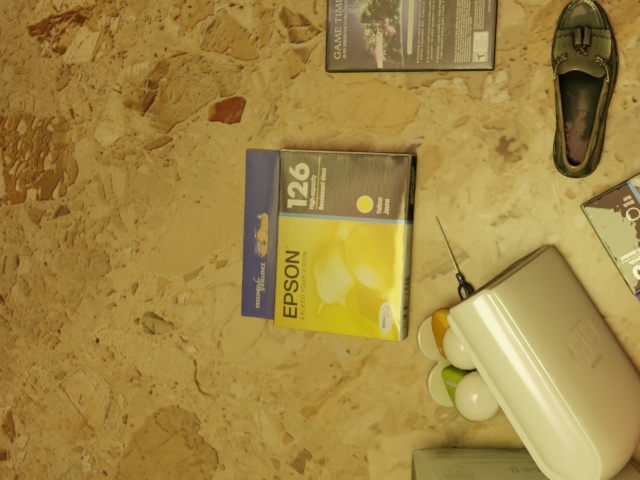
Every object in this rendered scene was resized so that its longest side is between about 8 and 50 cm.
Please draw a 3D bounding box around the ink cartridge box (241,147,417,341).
[{"bbox_3d":[0.000,0.000,1.268,0.308,0.072,0.303,3,95,17],"label":"ink cartridge box"}]

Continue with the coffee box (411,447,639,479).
[{"bbox_3d":[0.297,0.498,1.020,0.338,0.338,0.334,0,95,3],"label":"coffee box"}]

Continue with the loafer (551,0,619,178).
[{"bbox_3d":[0.384,-0.225,1.109,0.096,0.084,0.267,2,95,19],"label":"loafer"}]

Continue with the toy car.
[{"bbox_3d":[0.239,0.184,1.170,0.136,0.159,0.181,-14,93,-16],"label":"toy car"}]

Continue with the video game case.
[{"bbox_3d":[0.143,-0.369,1.214,0.275,0.026,0.195,4,95,20],"label":"video game case"}]

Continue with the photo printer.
[{"bbox_3d":[0.336,0.178,1.070,0.107,0.256,0.307,-37,81,38],"label":"photo printer"}]

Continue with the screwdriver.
[{"bbox_3d":[0.213,0.041,1.221,0.025,0.024,0.169,-24,84,-10],"label":"screwdriver"}]

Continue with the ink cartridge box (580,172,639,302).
[{"bbox_3d":[0.523,-0.013,1.100,0.206,0.045,0.208,-32,85,18],"label":"ink cartridge box"}]
